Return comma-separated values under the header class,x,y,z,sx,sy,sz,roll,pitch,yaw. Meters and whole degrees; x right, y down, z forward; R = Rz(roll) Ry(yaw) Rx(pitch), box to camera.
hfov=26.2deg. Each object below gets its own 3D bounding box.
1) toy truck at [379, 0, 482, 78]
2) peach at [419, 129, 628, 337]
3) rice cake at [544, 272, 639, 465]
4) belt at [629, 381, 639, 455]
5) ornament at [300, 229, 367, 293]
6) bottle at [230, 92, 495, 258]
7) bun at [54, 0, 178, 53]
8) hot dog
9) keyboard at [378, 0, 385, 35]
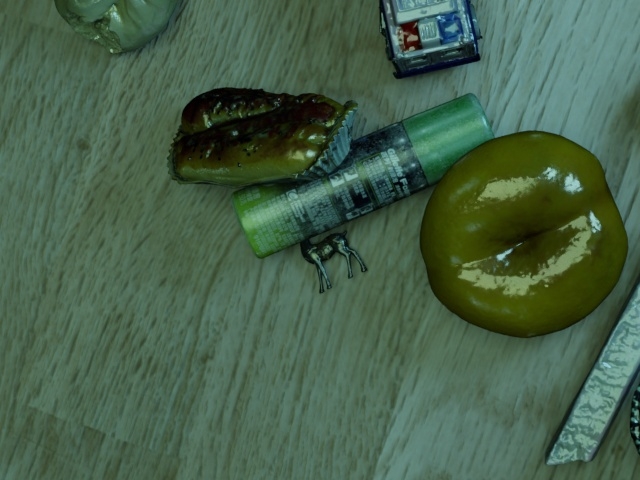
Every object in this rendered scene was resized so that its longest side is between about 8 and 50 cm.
class,x,y,z,sx,sy,sz,roll,pitch,yaw
toy truck,0.115,-0.345,1.682,0.124,0.155,0.268,-13,86,7
peach,0.240,-0.005,1.645,0.251,0.153,0.251,-1,97,-7
rice cake,0.375,0.118,1.667,0.056,0.072,0.365,27,94,9
belt,0.509,0.204,1.597,0.295,0.160,0.207,-16,67,10
ornament,0.000,0.000,1.773,0.073,0.028,0.125,-29,83,13
bottle,0.055,-0.081,1.716,0.330,0.093,0.093,-23,84,4
bun,-0.274,-0.345,1.794,0.178,0.128,0.193,15,93,11
hot dog,-0.077,-0.130,1.713,0.270,0.082,0.163,1,45,33
keyboard,0.109,-0.363,1.770,0.074,0.015,0.197,-2,88,8
